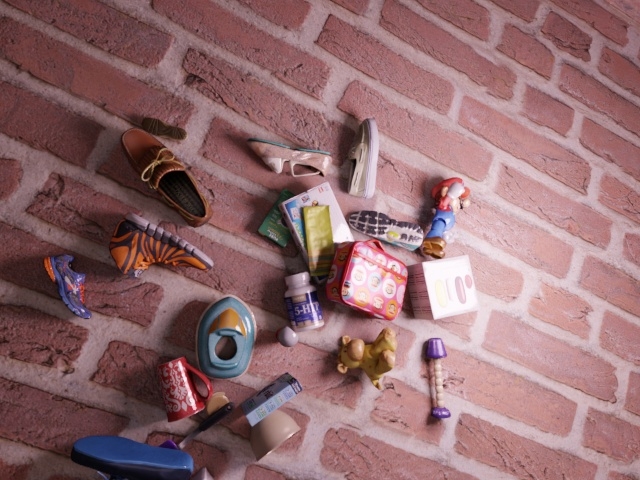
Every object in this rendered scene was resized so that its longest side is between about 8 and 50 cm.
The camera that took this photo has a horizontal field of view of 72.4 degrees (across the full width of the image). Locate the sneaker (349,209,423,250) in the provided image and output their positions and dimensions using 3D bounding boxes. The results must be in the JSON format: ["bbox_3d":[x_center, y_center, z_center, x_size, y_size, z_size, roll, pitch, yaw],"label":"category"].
[{"bbox_3d":[0.232,-0.024,1.597,0.275,0.110,0.107,20,59,6],"label":"sneaker"}]

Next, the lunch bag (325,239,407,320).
[{"bbox_3d":[0.169,0.124,1.515,0.293,0.120,0.258,26,72,-33],"label":"lunch bag"}]

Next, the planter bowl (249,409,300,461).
[{"bbox_3d":[-0.158,0.598,1.379,0.162,0.162,0.109,-32,71,-17],"label":"planter bowl"}]

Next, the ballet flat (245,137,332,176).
[{"bbox_3d":[-0.112,-0.283,1.545,0.316,0.107,0.106,8,93,-14],"label":"ballet flat"}]

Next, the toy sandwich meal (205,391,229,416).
[{"bbox_3d":[-0.331,0.527,1.400,0.085,0.029,0.086,0,90,-23],"label":"toy sandwich meal"}]

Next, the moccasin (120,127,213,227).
[{"bbox_3d":[-0.494,-0.204,1.400,0.139,0.147,0.380,-35,92,-17],"label":"moccasin"}]

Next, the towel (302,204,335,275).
[{"bbox_3d":[0.000,0.000,1.490,0.102,0.021,0.237,-7,91,-24],"label":"towel"}]

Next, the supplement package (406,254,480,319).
[{"bbox_3d":[0.441,0.172,1.601,0.194,0.149,0.203,-9,83,-16],"label":"supplement package"}]

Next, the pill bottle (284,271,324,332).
[{"bbox_3d":[-0.061,0.206,1.478,0.112,0.112,0.187,-12,85,-17],"label":"pill bottle"}]

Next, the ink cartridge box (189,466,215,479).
[{"bbox_3d":[-0.345,0.865,1.299,0.198,0.115,0.273,-36,91,-17],"label":"ink cartridge box"}]

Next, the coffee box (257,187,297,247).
[{"bbox_3d":[-0.130,-0.078,1.537,0.113,0.040,0.184,32,75,-12],"label":"coffee box"}]

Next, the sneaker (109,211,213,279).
[{"bbox_3d":[-0.511,0.059,1.384,0.321,0.124,0.180,27,80,1],"label":"sneaker"}]

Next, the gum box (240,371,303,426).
[{"bbox_3d":[-0.157,0.496,1.384,0.184,0.157,0.041,-32,91,-18],"label":"gum box"}]

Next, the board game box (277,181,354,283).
[{"bbox_3d":[0.002,-0.028,1.533,0.193,0.053,0.305,-27,98,-21],"label":"board game box"}]

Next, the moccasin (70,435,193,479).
[{"bbox_3d":[-0.547,0.660,1.256,0.342,0.138,0.117,16,94,-3],"label":"moccasin"}]

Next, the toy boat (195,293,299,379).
[{"bbox_3d":[-0.234,0.305,1.396,0.318,0.148,0.267,2,81,-15],"label":"toy boat"}]

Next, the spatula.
[{"bbox_3d":[-0.390,0.600,1.354,0.296,0.030,0.084,-37,92,-11],"label":"spatula"}]

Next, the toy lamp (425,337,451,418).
[{"bbox_3d":[0.425,0.494,1.588,0.080,0.080,0.275,1,83,-15],"label":"toy lamp"}]

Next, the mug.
[{"bbox_3d":[-0.419,0.446,1.349,0.150,0.113,0.169,-18,82,-19],"label":"mug"}]

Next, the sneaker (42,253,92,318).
[{"bbox_3d":[-0.746,0.136,1.319,0.087,0.083,0.221,-29,93,-25],"label":"sneaker"}]

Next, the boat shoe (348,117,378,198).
[{"bbox_3d":[0.155,-0.307,1.618,0.094,0.109,0.302,4,84,-13],"label":"boat shoe"}]

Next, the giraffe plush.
[{"bbox_3d":[0.149,0.391,1.502,0.170,0.181,0.210,18,112,-2],"label":"giraffe plush"}]

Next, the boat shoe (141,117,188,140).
[{"bbox_3d":[-0.523,-0.372,1.477,0.153,0.048,0.056,13,91,-6],"label":"boat shoe"}]

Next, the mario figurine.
[{"bbox_3d":[0.490,-0.093,1.629,0.170,0.198,0.320,27,70,-14],"label":"mario figurine"}]
